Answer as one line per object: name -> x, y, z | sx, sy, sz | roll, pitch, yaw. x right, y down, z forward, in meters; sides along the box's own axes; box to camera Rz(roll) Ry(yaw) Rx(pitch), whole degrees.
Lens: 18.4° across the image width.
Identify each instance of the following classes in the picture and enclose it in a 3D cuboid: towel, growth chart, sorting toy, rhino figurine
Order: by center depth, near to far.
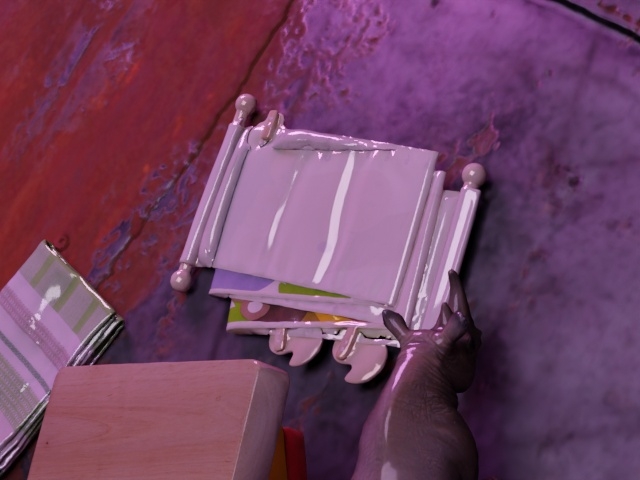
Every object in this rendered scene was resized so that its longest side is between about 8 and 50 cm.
rhino figurine -> 0.059, 0.131, 1.147 | 0.073, 0.106, 0.243 | 1, 69, 33
sorting toy -> -0.096, 0.208, 1.182 | 0.257, 0.089, 0.255 | -7, 66, 57
growth chart -> 0.000, 0.000, 1.301 | 0.237, 0.021, 0.172 | 17, 79, 37
towel -> -0.218, 0.083, 1.402 | 0.152, 0.023, 0.113 | -51, 52, 2
